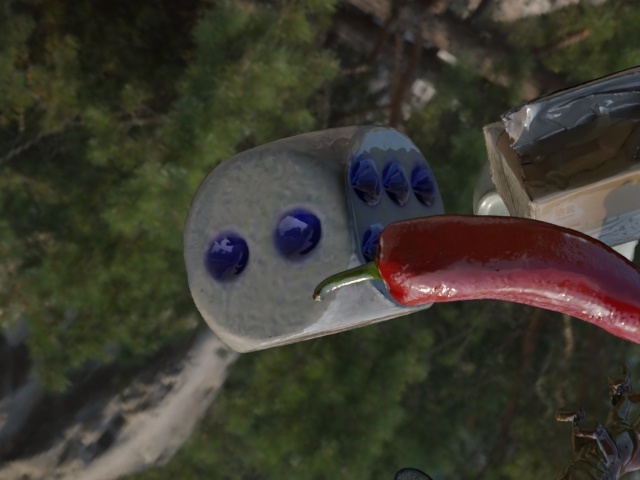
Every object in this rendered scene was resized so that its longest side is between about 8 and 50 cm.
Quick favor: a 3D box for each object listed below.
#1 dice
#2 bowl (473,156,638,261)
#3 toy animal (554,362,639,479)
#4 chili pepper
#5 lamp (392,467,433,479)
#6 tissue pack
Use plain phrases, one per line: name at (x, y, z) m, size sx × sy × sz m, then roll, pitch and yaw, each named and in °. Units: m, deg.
dice at (0.000, 0.000, 1.418) m, size 0.251 × 0.243 × 0.259 m, roll -18°, pitch 170°, yaw 31°
bowl at (0.335, -0.042, 1.795) m, size 0.146 × 0.313 × 0.313 m, roll -18°, pitch 145°, yaw -36°
toy animal at (0.394, 0.294, 1.563) m, size 0.312 × 0.097 × 0.157 m, roll -19°, pitch 107°, yaw -48°
chili pepper at (0.184, 0.043, 1.048) m, size 0.092 × 0.369 × 0.137 m, roll -82°, pitch -176°, yaw -56°
lamp at (0.254, 0.419, 1.599) m, size 0.371 × 0.130 × 0.108 m, roll 11°, pitch 128°, yaw -24°
tissue pack at (0.398, -0.134, 1.545) m, size 0.306 × 0.238 × 0.238 m, roll -17°, pitch 161°, yaw 0°
